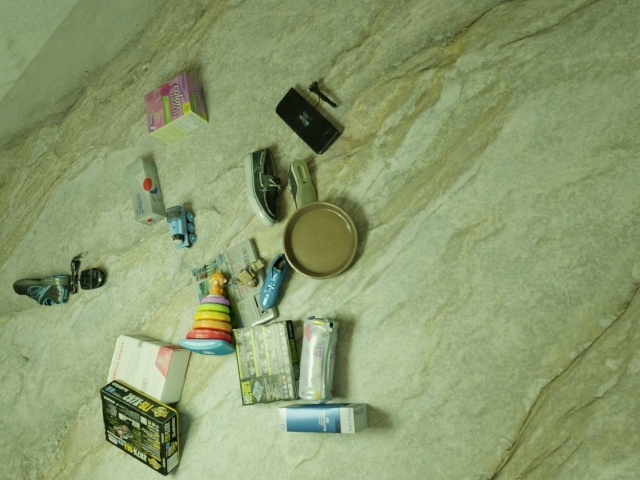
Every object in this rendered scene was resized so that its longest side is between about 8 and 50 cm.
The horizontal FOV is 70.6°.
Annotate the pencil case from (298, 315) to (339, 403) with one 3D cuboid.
[{"bbox_3d":[-0.002,0.390,1.494,0.124,0.114,0.272,-4,76,47],"label":"pencil case"}]

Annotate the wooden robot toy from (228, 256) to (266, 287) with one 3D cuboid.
[{"bbox_3d":[-0.257,0.135,1.673,0.173,0.076,0.079,-36,102,13],"label":"wooden robot toy"}]

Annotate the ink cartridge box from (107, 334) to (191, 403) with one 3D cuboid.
[{"bbox_3d":[-0.672,0.497,1.774,0.283,0.117,0.207,8,82,26],"label":"ink cartridge box"}]

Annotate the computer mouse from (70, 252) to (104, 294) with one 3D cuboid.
[{"bbox_3d":[-1.056,0.142,2.069,0.262,0.060,0.183,-14,76,33],"label":"computer mouse"}]

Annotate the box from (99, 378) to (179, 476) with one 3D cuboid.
[{"bbox_3d":[-0.674,0.692,1.683,0.322,0.079,0.256,15,115,24],"label":"box"}]

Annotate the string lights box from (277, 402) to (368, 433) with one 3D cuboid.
[{"bbox_3d":[0.007,0.562,1.439,0.260,0.133,0.076,-9,74,23],"label":"string lights box"}]

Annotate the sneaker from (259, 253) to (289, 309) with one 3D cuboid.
[{"bbox_3d":[-0.171,0.144,1.629,0.069,0.082,0.209,20,78,5],"label":"sneaker"}]

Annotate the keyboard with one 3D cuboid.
[{"bbox_3d":[-0.032,-0.495,1.763,0.201,0.033,0.317,-48,65,15],"label":"keyboard"}]

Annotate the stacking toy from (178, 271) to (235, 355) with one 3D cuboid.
[{"bbox_3d":[-0.394,0.260,1.658,0.175,0.165,0.301,-2,66,8],"label":"stacking toy"}]

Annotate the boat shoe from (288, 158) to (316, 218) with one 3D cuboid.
[{"bbox_3d":[-0.073,-0.183,1.696,0.079,0.084,0.232,-29,70,58],"label":"boat shoe"}]

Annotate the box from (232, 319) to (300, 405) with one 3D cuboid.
[{"bbox_3d":[-0.186,0.427,1.583,0.217,0.060,0.269,-14,79,20],"label":"box"}]

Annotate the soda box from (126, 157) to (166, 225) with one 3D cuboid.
[{"bbox_3d":[-0.773,-0.216,2.001,0.098,0.091,0.286,-25,69,17],"label":"soda box"}]

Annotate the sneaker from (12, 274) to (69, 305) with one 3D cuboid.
[{"bbox_3d":[-1.324,0.244,2.130,0.341,0.125,0.139,-8,84,27],"label":"sneaker"}]

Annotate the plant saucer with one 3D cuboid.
[{"bbox_3d":[0.000,0.000,1.600,0.278,0.041,0.277,-1,87,17],"label":"plant saucer"}]

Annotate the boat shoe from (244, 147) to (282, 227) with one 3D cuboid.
[{"bbox_3d":[-0.209,-0.215,1.726,0.119,0.121,0.334,-26,67,22],"label":"boat shoe"}]

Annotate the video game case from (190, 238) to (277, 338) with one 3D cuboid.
[{"bbox_3d":[-0.341,0.202,1.738,0.300,0.036,0.328,-28,69,16],"label":"video game case"}]

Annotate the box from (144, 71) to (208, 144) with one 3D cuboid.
[{"bbox_3d":[-0.646,-0.585,2.015,0.243,0.117,0.213,-20,70,19],"label":"box"}]

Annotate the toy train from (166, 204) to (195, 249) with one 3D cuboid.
[{"bbox_3d":[-0.577,-0.053,1.866,0.080,0.105,0.184,-16,72,21],"label":"toy train"}]
